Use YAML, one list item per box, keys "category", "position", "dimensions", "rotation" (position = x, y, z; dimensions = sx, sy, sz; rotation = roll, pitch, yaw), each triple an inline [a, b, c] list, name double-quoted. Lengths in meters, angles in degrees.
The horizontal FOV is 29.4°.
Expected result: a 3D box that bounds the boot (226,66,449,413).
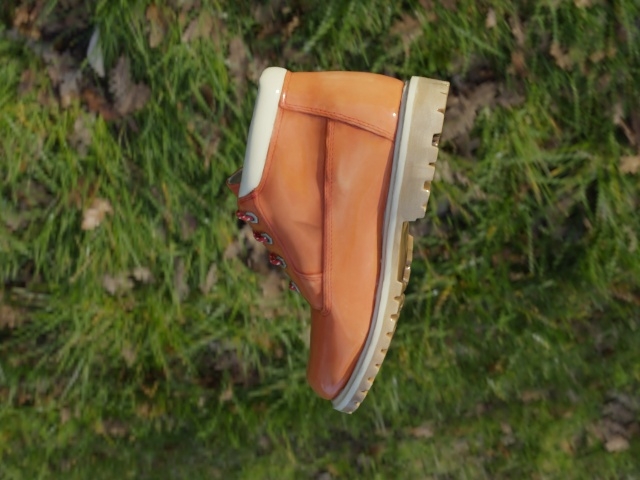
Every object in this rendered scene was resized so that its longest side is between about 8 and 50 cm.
- category: "boot"
  position: [0.000, 0.000, 0.519]
  dimensions: [0.084, 0.059, 0.158]
  rotation: [10, 116, 2]
